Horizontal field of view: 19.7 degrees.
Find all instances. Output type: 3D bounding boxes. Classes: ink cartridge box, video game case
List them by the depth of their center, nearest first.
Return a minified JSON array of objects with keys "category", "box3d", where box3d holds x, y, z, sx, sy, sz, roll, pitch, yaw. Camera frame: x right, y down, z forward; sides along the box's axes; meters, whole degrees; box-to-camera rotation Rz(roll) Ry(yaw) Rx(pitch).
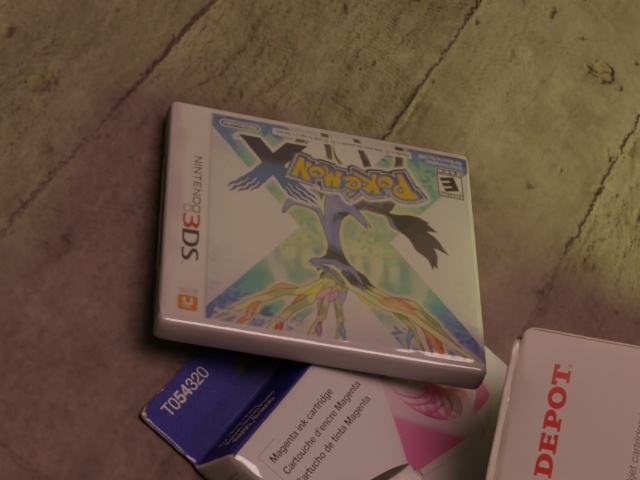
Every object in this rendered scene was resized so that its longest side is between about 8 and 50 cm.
[{"category":"ink cartridge box","box3d":[0.351,0.251,1.690,0.384,0.160,0.279,11,85,16]},{"category":"ink cartridge box","box3d":[0.041,0.172,1.805,0.330,0.071,0.324,42,47,-1]},{"category":"video game case","box3d":[0.000,0.000,1.857,0.329,0.036,0.300,10,47,-12]}]

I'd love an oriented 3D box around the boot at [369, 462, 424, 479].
[{"category":"boot","box3d":[0.001,0.310,1.624,0.258,0.095,0.123,-28,90,-7]}]
